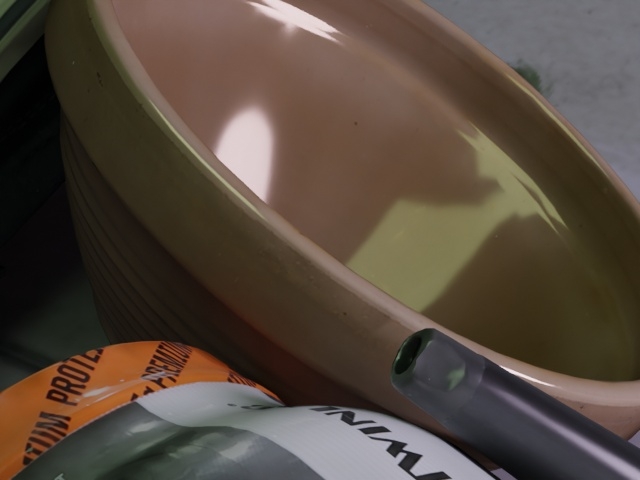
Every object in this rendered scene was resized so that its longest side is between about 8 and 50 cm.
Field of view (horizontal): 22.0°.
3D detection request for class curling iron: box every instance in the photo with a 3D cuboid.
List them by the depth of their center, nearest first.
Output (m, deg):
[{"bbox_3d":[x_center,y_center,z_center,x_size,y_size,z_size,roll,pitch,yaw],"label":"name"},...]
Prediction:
[{"bbox_3d":[0.132,0.091,0.438,0.274,0.035,0.068,26,49,-18],"label":"curling iron"}]

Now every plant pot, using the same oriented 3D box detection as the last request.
[{"bbox_3d":[0.000,0.000,0.552,0.237,0.109,0.237,30,28,-17],"label":"plant pot"}]

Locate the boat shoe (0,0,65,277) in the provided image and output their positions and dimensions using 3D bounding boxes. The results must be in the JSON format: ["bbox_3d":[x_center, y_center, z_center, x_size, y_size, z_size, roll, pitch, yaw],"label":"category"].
[{"bbox_3d":[-0.196,-0.019,0.598,0.187,0.156,0.500,32,70,25],"label":"boat shoe"}]

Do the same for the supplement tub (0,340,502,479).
[{"bbox_3d":[0.031,0.166,0.356,0.193,0.193,0.316,-35,53,-27],"label":"supplement tub"}]
